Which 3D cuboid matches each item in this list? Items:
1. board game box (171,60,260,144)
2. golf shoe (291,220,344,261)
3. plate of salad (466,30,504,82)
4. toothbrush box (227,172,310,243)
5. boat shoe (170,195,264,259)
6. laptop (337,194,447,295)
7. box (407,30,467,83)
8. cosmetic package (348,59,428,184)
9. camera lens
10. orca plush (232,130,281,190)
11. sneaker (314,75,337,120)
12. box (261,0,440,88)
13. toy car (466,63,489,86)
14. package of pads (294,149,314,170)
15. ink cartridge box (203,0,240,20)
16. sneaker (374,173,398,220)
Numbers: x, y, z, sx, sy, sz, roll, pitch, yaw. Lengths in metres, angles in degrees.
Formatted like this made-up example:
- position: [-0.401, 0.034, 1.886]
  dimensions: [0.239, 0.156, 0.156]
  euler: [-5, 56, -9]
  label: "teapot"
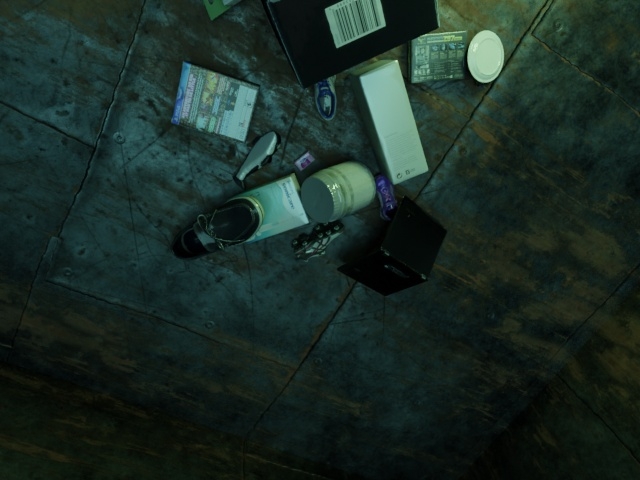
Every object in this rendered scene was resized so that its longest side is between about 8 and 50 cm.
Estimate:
- position: [-0.408, -0.543, 1.661]
  dimensions: [0.292, 0.141, 0.231]
  euler: [15, 110, -13]
  label: "board game box"
- position: [0.000, 0.000, 1.984]
  dimensions: [0.273, 0.105, 0.120]
  euler: [-27, 130, 11]
  label: "golf shoe"
- position: [0.675, -0.754, 1.731]
  dimensions: [0.200, 0.048, 0.199]
  euler: [-7, 106, -24]
  label: "plate of salad"
- position: [-0.217, -0.141, 1.834]
  dimensions: [0.296, 0.126, 0.216]
  euler: [-19, 105, 10]
  label: "toothbrush box"
- position: [-0.440, -0.036, 1.768]
  dimensions: [0.501, 0.156, 0.186]
  euler: [-21, 101, 30]
  label: "boat shoe"
- position: [0.353, 0.046, 2.018]
  dimensions: [0.408, 0.236, 0.382]
  euler: [-28, 136, 35]
  label: "laptop"
- position: [0.477, -0.752, 1.726]
  dimensions: [0.233, 0.059, 0.183]
  euler: [-7, 114, -3]
  label: "box"
- position: [0.277, -0.485, 1.726]
  dimensions: [0.162, 0.230, 0.452]
  euler: [-23, 115, 2]
  label: "cosmetic package"
- position: [0.082, -0.210, 1.778]
  dimensions: [0.275, 0.220, 0.219]
  euler: [-26, 121, -38]
  label: "camera lens"
- position: [-0.247, -0.334, 1.796]
  dimensions: [0.102, 0.151, 0.287]
  euler: [18, 110, -48]
  label: "orca plush"
- position: [0.019, -0.627, 1.685]
  dimensions: [0.112, 0.131, 0.296]
  euler: [-14, 113, 1]
  label: "sneaker"
- position: [0.062, -0.803, 1.394]
  dimensions: [0.481, 0.471, 0.297]
  euler: [-23, 133, 4]
  label: "box"
- position: [0.668, -0.710, 1.778]
  dimensions: [0.060, 0.040, 0.122]
  euler: [-27, 118, 28]
  label: "toy car"
- position: [-0.070, -0.350, 1.846]
  dimensions: [0.083, 0.032, 0.050]
  euler: [-38, 111, 9]
  label: "package of pads"
- position: [-0.355, -0.911, 1.479]
  dimensions: [0.235, 0.056, 0.170]
  euler: [-12, 106, 32]
  label: "ink cartridge box"
- position: [0.307, -0.188, 1.925]
  dimensions: [0.095, 0.104, 0.236]
  euler: [-17, 113, 2]
  label: "sneaker"
